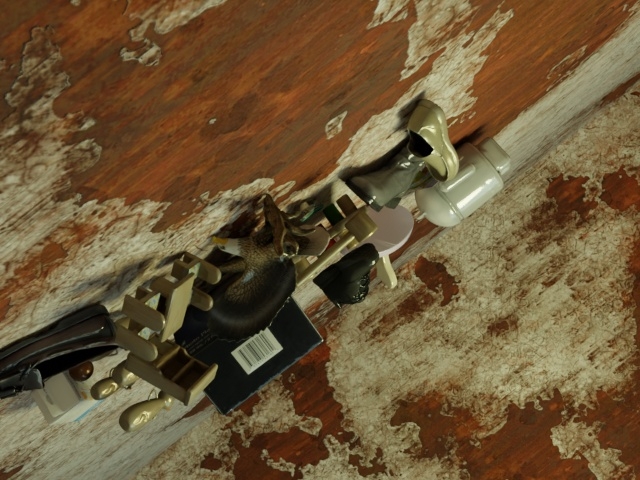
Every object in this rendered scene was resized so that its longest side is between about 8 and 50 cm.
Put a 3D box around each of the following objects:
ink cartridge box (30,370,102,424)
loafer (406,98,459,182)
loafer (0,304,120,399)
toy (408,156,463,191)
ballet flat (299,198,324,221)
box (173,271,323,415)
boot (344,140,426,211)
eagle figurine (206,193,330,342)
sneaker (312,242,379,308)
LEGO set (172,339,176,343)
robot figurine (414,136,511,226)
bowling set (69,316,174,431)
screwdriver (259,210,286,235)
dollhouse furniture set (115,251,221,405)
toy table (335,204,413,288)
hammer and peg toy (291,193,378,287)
[{"bbox_3d":[-0.591,0.364,1.515,0.090,0.092,0.143,-38,167,-1],"label":"ink cartridge box"},{"bbox_3d":[0.265,-0.229,1.594,0.092,0.102,0.268,-43,139,-10],"label":"loafer"},{"bbox_3d":[-0.529,0.234,1.239,0.303,0.095,0.109,-32,165,-24],"label":"loafer"},{"bbox_3d":[0.304,-0.207,1.913,0.137,0.056,0.237,-44,-163,-14],"label":"toy"},{"bbox_3d":[-0.031,-0.078,1.590,0.041,0.041,0.114,-46,176,30],"label":"ballet flat"},{"bbox_3d":[-0.197,0.222,1.614,0.296,0.182,0.294,-36,-159,-8],"label":"box"},{"bbox_3d":[0.199,-0.195,1.708,0.222,0.118,0.338,-49,171,17],"label":"boot"},{"bbox_3d":[-0.146,0.049,1.437,0.226,0.225,0.298,-40,163,-54],"label":"eagle figurine"},{"bbox_3d":[0.089,0.098,1.702,0.109,0.130,0.286,-32,176,-28],"label":"sneaker"},{"bbox_3d":[-0.421,0.295,1.885,0.054,0.023,0.083,-33,179,-9],"label":"LEGO set"},{"bbox_3d":[0.459,-0.184,2.152,0.353,0.199,0.300,-40,161,9],"label":"robot figurine"},{"bbox_3d":[-0.457,0.271,1.485,0.154,0.200,0.286,-24,119,-58],"label":"bowling set"},{"bbox_3d":[-0.142,-0.020,1.571,0.170,0.025,0.024,-36,170,31],"label":"screwdriver"},{"bbox_3d":[-0.285,0.186,1.322,0.212,0.161,0.242,-45,158,-58],"label":"dollhouse furniture set"},{"bbox_3d":[0.160,0.016,2.017,0.275,0.252,0.160,-18,143,-24],"label":"toy table"},{"bbox_3d":[0.000,0.000,1.632,0.266,0.127,0.361,-35,178,-11],"label":"hammer and peg toy"}]
